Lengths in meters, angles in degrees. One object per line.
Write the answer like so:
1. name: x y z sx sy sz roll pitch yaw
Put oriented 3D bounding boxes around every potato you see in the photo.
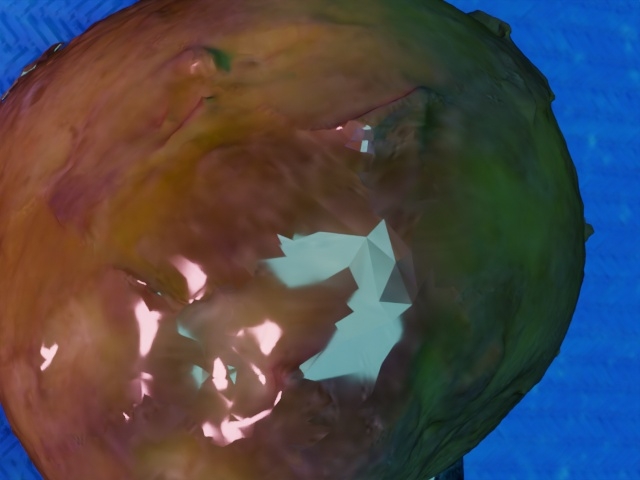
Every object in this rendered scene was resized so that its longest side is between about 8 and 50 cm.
1. potato: 0.000 0.000 0.708 0.301 0.237 0.289 18 81 -13

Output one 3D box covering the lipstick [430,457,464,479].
1. lipstick: 0.048 0.059 0.866 0.053 0.053 0.234 2 87 -25
